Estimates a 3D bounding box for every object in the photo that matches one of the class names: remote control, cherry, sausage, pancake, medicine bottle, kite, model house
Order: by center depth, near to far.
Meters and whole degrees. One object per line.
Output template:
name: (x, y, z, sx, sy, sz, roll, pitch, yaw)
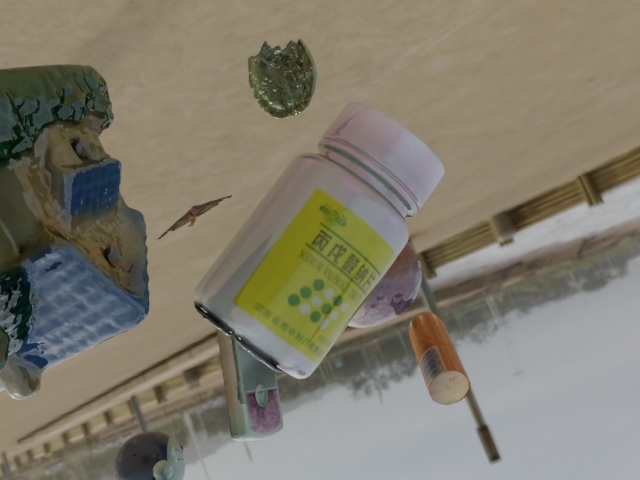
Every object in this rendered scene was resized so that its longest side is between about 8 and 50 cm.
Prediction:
model house: (-0.399, 0.024, 0.901, 0.334, 0.343, 0.382, -25, -179, 24)
medicine bottle: (0.000, 0.000, 1.163, 0.379, 0.213, 0.213, -54, 174, -7)
pancake: (-0.059, -0.240, 1.180, 0.129, 0.116, 0.022, 7, -160, 37)
remote control: (-0.150, 0.233, 1.615, 0.050, 0.344, 0.145, -14, 167, 27)
kite: (-0.274, -0.055, 1.697, 0.190, 0.010, 0.159, -32, -160, -3)
cherry: (0.112, 0.070, 1.775, 0.212, 0.236, 0.285, -4, 133, -27)
sausage: (0.260, 0.250, 1.804, 0.093, 0.093, 0.312, -23, -156, 5)

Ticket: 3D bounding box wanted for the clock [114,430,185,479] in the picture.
clock: (-0.343, 0.507, 1.622, 0.146, 0.243, 0.200, 0, 131, -22)
